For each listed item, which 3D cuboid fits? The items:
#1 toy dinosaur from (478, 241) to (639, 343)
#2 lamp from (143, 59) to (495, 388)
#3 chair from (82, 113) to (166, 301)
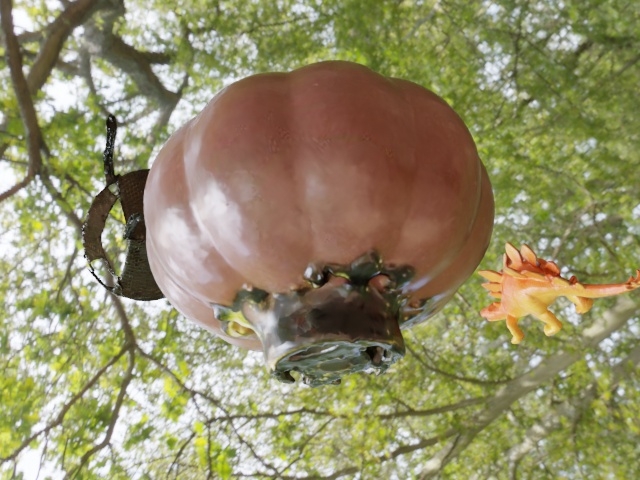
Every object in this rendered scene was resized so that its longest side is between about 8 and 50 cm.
[{"bbox_3d":[0.253,0.053,0.781,0.117,0.288,0.070,43,-111,0],"label":"toy dinosaur"},{"bbox_3d":[0.000,0.000,0.566,0.305,0.305,0.240,9,-123,-25],"label":"lamp"},{"bbox_3d":[-0.204,-0.028,0.826,0.174,0.213,0.149,-5,-124,-31],"label":"chair"}]
